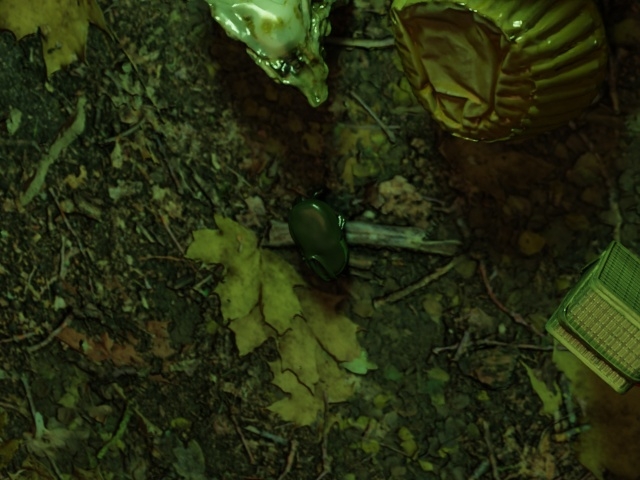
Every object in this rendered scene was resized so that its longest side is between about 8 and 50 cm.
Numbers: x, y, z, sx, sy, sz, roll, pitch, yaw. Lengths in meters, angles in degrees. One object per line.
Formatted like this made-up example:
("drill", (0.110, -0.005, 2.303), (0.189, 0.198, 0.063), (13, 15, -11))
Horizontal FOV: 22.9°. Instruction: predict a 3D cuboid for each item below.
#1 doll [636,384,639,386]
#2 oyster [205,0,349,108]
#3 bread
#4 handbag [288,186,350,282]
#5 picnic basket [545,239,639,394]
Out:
("doll", (0.450, 0.138, 1.678), (0.245, 0.076, 0.142), (-5, 95, 22))
("oyster", (-0.058, -0.310, 1.690), (0.166, 0.110, 0.341), (-30, 95, 27))
("bread", (0.176, -0.198, 1.591), (0.240, 0.139, 0.240), (24, 143, 19))
("handbag", (0.000, 0.000, 1.840), (0.072, 0.047, 0.111), (-20, 104, 25))
("picnic basket", (0.315, 0.079, 1.663), (0.115, 0.164, 0.079), (39, 114, 4))
